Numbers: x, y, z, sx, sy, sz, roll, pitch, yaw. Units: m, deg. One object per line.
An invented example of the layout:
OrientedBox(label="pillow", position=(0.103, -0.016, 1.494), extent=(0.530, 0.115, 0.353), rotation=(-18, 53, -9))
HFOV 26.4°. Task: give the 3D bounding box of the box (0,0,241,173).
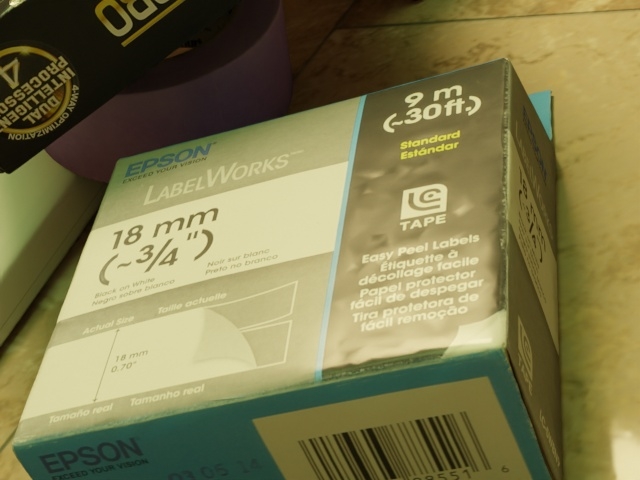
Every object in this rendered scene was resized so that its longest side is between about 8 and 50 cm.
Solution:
OrientedBox(label="box", position=(-0.139, -0.258, 0.901), extent=(0.318, 0.097, 0.395), rotation=(-37, 39, 6))

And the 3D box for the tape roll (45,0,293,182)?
OrientedBox(label="tape roll", position=(-0.116, -0.129, 0.952), extent=(0.189, 0.080, 0.189), rotation=(-3, 43, 3))

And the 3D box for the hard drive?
OrientedBox(label="hard drive", position=(-0.282, 0.012, 0.962), extent=(0.233, 0.047, 0.353), rotation=(-3, 41, 31))

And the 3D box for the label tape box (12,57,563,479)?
OrientedBox(label="label tape box", position=(0.000, 0.000, 0.737), extent=(0.240, 0.106, 0.334), rotation=(-13, 36, 18))
